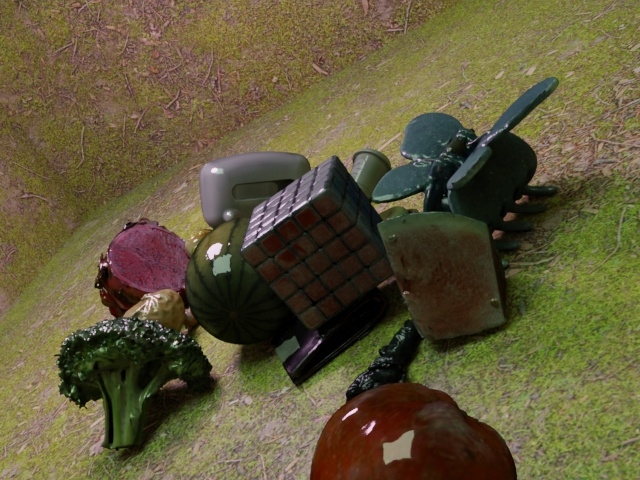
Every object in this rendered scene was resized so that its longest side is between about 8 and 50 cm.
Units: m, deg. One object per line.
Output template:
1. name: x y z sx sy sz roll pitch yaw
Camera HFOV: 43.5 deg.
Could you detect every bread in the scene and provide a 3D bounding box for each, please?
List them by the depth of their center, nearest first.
1. bread: -0.290 0.035 2.294 0.104 0.213 0.213 -56 22 0

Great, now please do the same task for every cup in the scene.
1. cup: 0.125 -0.176 2.245 0.120 0.120 0.141 -8 46 51

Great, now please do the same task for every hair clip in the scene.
1. hair clip: 0.316 -0.116 1.628 0.392 0.238 0.318 -9 34 50

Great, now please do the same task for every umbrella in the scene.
1. umbrella: 0.128 0.220 1.444 0.080 0.071 0.224 20 43 23

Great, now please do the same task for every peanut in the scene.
1. peanut: -0.488 0.267 2.144 0.325 0.153 0.140 -46 33 -6

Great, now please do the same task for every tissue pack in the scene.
1. tissue pack: -0.182 -0.144 2.345 0.333 0.229 0.236 -7 9 -15

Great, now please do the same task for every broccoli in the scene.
1. broccoli: -0.431 0.323 1.896 0.375 0.301 0.249 -4 4 7

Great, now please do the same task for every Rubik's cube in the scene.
1. Rubik's cube: 0.000 0.000 1.670 0.238 0.237 0.237 -34 18 14

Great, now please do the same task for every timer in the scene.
1. timer: -0.337 0.174 2.215 0.152 0.132 0.132 -58 20 5

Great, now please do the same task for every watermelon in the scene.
1. watermelon: 0.213 0.069 1.436 0.213 0.261 0.201 -11 52 17
2. watermelon: -0.177 0.088 1.895 0.279 0.279 0.359 -28 25 19

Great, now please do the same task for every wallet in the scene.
1. wallet: 0.011 0.174 1.724 0.262 0.071 0.221 -42 22 -1

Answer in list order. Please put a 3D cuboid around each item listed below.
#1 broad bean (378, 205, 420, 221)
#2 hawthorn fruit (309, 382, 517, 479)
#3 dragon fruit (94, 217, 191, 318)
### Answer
1. broad bean: 0.137 -0.004 1.868 0.228 0.100 0.169 -32 14 14
2. hawthorn fruit: 0.111 0.308 1.008 0.284 0.284 0.284 -30 21 13
3. dragon fruit: -0.524 0.129 2.417 0.314 0.296 0.263 -67 3 -49
